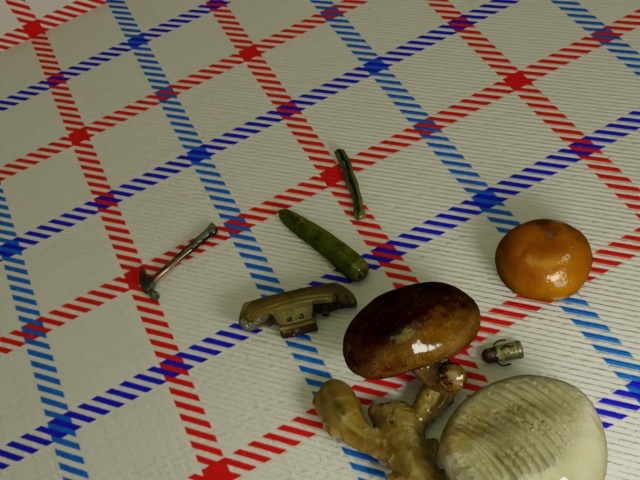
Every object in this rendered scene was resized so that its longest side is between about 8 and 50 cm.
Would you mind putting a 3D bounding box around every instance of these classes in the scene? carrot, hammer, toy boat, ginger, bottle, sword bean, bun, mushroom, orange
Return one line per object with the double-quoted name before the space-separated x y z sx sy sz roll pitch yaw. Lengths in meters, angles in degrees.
"carrot" 0.000 0.000 2.104 0.074 0.074 0.358 -42 56 -15
"hammer" -0.417 0.051 2.180 0.287 0.033 0.111 -41 60 -15
"toy boat" -0.060 0.195 1.978 0.320 0.089 0.122 -12 62 2
"ginger" 0.163 0.465 1.736 0.362 0.122 0.348 -1 48 0
"bottle" 0.453 0.282 1.834 0.101 0.047 0.063 -13 47 6
"sword bean" 0.091 -0.171 2.212 0.043 0.038 0.269 -13 57 -3
"bun" 0.440 0.467 1.581 0.365 0.219 0.365 -18 29 10
"mushroom" 0.221 0.215 1.787 0.345 0.345 0.239 11 101 19
"orange" 0.569 0.054 1.882 0.240 0.171 0.240 -6 49 7
